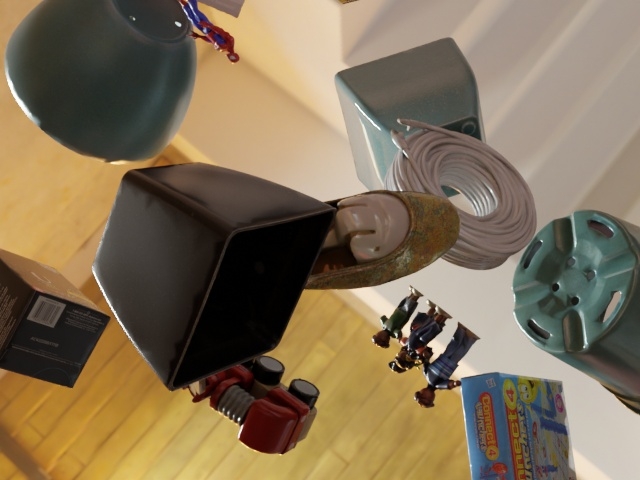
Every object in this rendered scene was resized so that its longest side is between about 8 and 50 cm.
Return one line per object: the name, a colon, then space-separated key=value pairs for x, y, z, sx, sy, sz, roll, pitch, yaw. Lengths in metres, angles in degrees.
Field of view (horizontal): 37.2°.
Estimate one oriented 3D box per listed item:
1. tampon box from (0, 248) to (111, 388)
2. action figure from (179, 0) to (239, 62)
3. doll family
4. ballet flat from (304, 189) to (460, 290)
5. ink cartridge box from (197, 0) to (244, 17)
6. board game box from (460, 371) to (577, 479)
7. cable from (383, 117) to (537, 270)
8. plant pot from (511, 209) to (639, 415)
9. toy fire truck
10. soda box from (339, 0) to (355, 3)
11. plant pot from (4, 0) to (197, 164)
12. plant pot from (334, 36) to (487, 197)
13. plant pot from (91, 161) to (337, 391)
tampon box: x=-0.359 y=0.088 z=1.159 sx=0.120 sy=0.161 sz=0.101 roll=29 pitch=-89 yaw=-48
action figure: x=-0.140 y=-0.258 z=1.151 sx=0.030 sy=0.115 sz=0.038 roll=-53 pitch=12 yaw=-29
doll family: x=0.127 y=0.136 z=1.209 sx=0.111 sy=0.076 sz=0.193 roll=-53 pitch=15 yaw=1
ballet flat: x=0.000 y=0.000 z=1.143 sx=0.348 sy=0.123 sz=0.123 roll=-11 pitch=-12 yaw=1
ink cartridge box: x=-0.165 y=-0.448 z=1.407 sx=0.056 sy=0.181 sz=0.225 roll=131 pitch=159 yaw=-76
board game box: x=0.399 y=0.423 z=1.869 sx=0.086 sy=0.308 sz=0.302 roll=-16 pitch=-18 yaw=34
cable: x=0.226 y=-0.068 z=1.546 sx=0.257 sy=0.257 sz=0.089 roll=9 pitch=-39 yaw=-25
plant pot: x=0.536 y=0.115 z=1.675 sx=0.334 sy=0.341 sz=0.341 roll=24 pitch=-69 yaw=-35
toy fire truck: x=-0.141 y=0.263 z=1.615 sx=0.246 sy=0.217 sz=0.159 roll=-11 pitch=-52 yaw=-60
soda box: x=0.099 y=-0.369 z=1.258 sx=0.181 sy=0.061 sz=0.058 roll=-9 pitch=-7 yaw=21
plant pot: x=-0.300 y=-0.290 z=1.439 sx=0.195 sy=0.290 sz=0.290 roll=-41 pitch=-1 yaw=39
plant pot: x=0.192 y=-0.195 z=1.771 sx=0.247 sy=0.252 sz=0.248 roll=-18 pitch=-59 yaw=-3
plant pot: x=-0.126 y=0.016 z=0.995 sx=0.188 sy=0.167 sz=0.187 roll=-16 pitch=-45 yaw=-57
